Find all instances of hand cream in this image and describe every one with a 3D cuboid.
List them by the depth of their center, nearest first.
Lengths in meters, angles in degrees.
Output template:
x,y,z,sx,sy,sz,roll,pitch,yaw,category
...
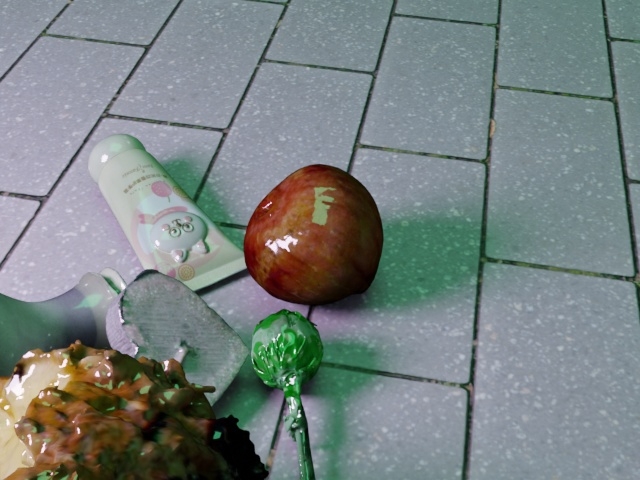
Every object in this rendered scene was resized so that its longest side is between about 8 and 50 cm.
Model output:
x,y,z,sx,sy,sz,roll,pitch,yaw,category
-0.238,-0.036,1.349,0.147,0.093,0.306,-23,55,-28,hand cream

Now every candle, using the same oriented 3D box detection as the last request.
x,y,z,sx,sy,sz,roll,pitch,yaw,category
-0.167,0.136,1.098,0.168,0.068,0.192,7,65,-34,candle

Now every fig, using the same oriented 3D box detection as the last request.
x,y,z,sx,sy,sz,roll,pitch,yaw,category
0.000,0.000,1.243,0.205,0.205,0.205,1,40,-1,fig

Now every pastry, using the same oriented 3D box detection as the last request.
x,y,z,sx,sy,sz,roll,pitch,yaw,category
-0.172,0.271,0.795,0.337,0.292,0.405,40,10,-17,pastry

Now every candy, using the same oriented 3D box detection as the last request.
x,y,z,sx,sy,sz,roll,pitch,yaw,category
-0.024,0.216,1.058,0.097,0.097,0.324,-4,49,-8,candy

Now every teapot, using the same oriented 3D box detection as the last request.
x,y,z,sx,sy,sz,roll,pitch,yaw,category
-0.348,0.114,1.098,0.250,0.184,0.183,-16,42,-38,teapot
